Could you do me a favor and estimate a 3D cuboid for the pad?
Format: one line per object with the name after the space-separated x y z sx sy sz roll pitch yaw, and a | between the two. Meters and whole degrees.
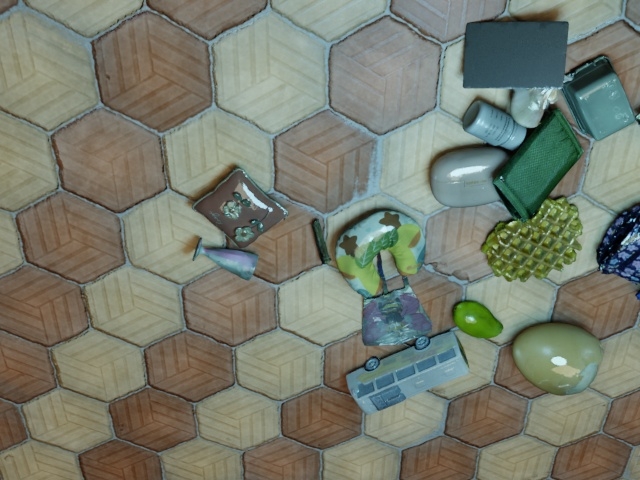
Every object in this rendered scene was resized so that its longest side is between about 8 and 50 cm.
0.416 -0.396 1.508 0.212 0.003 0.142 5 102 15 | pad

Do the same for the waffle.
0.542 0.001 1.804 0.253 0.056 0.249 -6 123 2 | waffle

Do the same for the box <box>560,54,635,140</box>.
0.629 -0.312 1.583 0.124 0.092 0.172 -30 119 16 | box

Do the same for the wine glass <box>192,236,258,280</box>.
-0.241 0.047 1.781 0.155 0.073 0.073 19 120 -15 | wine glass

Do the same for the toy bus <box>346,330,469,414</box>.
0.244 0.374 1.980 0.343 0.138 0.097 -26 123 11 | toy bus

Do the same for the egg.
0.647 0.321 1.933 0.245 0.201 0.201 17 121 3 | egg

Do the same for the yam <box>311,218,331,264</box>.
0.000 0.000 1.794 0.027 0.033 0.129 2 122 28 | yam

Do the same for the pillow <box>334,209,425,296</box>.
0.152 0.028 1.778 0.233 0.086 0.214 -28 119 5 | pillow

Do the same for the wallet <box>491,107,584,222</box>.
0.504 -0.174 1.637 0.236 0.055 0.160 -50 128 -7 | wallet

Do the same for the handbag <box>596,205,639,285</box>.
0.826 0.015 1.786 0.208 0.126 0.228 24 119 -10 | handbag

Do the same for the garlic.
0.475 -0.335 1.551 0.124 0.099 0.174 5 106 1 | garlic

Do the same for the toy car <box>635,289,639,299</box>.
0.947 0.106 1.877 0.216 0.103 0.063 -21 82 13 | toy car

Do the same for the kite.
0.179 0.156 1.905 0.204 0.022 0.360 -15 123 7 | kite

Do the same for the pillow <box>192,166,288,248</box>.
-0.194 -0.071 1.706 0.171 0.075 0.179 -37 116 20 | pillow

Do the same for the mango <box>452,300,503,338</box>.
0.435 0.223 1.930 0.165 0.074 0.091 26 116 -19 | mango

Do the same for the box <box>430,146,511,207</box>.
0.361 -0.150 1.676 0.200 0.088 0.145 -9 122 1 | box

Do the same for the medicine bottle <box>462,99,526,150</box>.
0.399 -0.261 1.612 0.130 0.080 0.080 22 119 -17 | medicine bottle

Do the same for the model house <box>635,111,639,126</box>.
0.876 -0.256 1.580 0.271 0.178 0.206 35 121 -19 | model house
